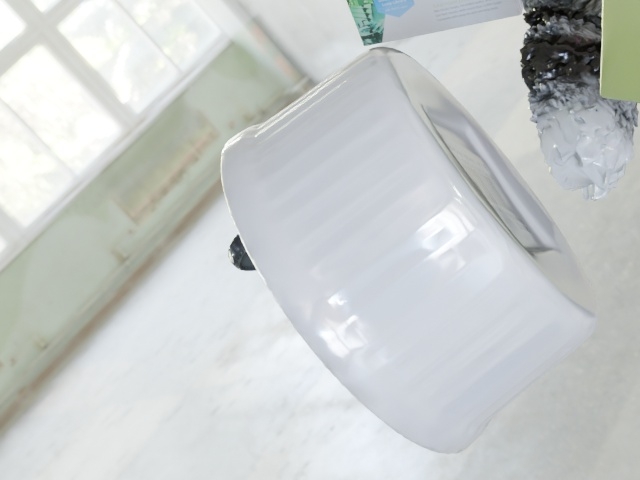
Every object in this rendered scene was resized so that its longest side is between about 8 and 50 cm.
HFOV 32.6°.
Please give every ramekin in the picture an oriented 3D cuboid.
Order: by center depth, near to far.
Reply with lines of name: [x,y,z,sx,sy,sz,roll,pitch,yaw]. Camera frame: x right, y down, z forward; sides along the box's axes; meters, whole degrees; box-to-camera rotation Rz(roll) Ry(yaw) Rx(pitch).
ramekin: [0.071,-0.004,0.771,0.135,0.277,0.277,-39,15,17]

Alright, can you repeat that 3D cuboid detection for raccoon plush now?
raccoon plush: [0.341,-0.245,0.969,0.299,0.216,0.446,-25,51,30]

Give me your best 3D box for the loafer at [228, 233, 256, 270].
loafer: [0.000,0.000,1.311,0.223,0.078,0.076,-13,-36,-22]

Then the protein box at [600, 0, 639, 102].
protein box: [0.281,-0.177,0.631,0.136,0.200,0.201,-9,15,-25]

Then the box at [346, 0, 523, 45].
box: [0.115,-0.419,1.426,0.232,0.322,0.058,-8,38,23]
